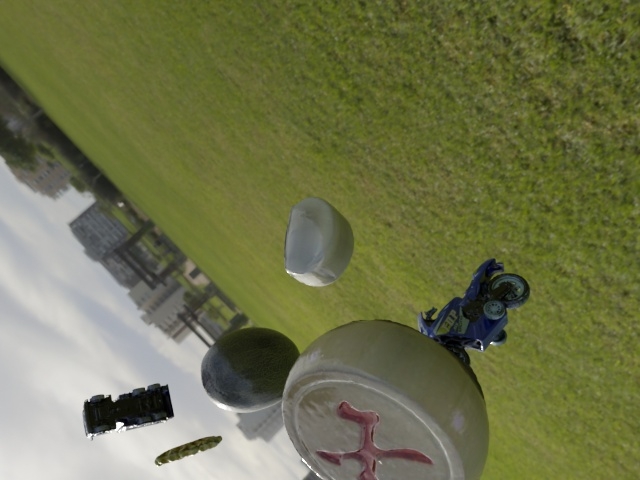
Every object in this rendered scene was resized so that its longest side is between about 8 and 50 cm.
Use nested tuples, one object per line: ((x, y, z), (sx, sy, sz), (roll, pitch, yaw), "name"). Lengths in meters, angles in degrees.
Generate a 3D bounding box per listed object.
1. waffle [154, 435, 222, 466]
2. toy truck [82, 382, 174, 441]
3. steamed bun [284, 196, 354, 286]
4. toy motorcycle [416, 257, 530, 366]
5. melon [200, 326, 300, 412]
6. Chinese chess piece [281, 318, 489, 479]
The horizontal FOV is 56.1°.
((-0.496, 0.790, 2.269), (0.250, 0.261, 0.056), (122, 134, -67), "waffle")
((-0.619, 0.550, 1.914), (0.155, 0.268, 0.124), (-45, 56, 50), "toy truck")
((0.000, 0.000, 1.722), (0.164, 0.241, 0.146), (-9, 152, 31), "steamed bun")
((0.320, 0.162, 1.312), (0.169, 0.315, 0.113), (28, 152, 40), "toy motorcycle")
((-0.193, 0.369, 1.736), (0.237, 0.302, 0.237), (7, 99, 50), "melon")
((0.101, 0.287, 0.967), (0.338, 0.140, 0.338), (17, 128, 22), "Chinese chess piece")
